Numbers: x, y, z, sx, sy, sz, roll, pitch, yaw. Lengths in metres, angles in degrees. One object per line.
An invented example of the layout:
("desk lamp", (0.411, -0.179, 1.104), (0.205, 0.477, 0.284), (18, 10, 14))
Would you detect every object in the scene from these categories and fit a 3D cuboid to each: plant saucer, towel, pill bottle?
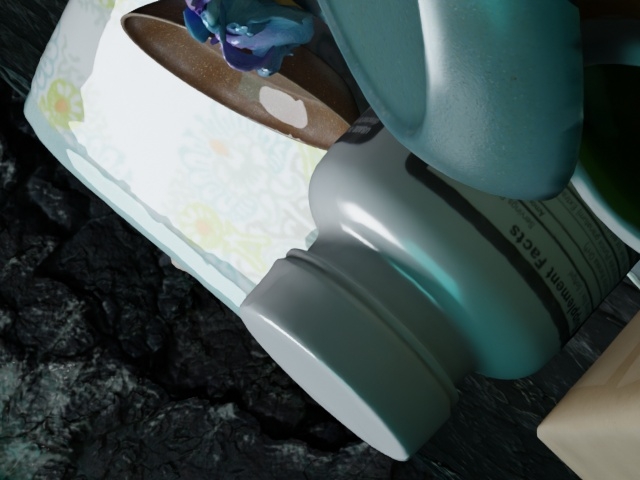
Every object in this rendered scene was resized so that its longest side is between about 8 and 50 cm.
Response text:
("plant saucer", (0.012, -0.158, 0.643), (0.317, 0.043, 0.318), (160, 90, -84))
("plant saucer", (-0.049, -0.125, 1.297), (0.198, 0.036, 0.198), (28, 171, 5))
("towel", (-0.044, -0.108, 1.441), (0.374, 0.090, 0.320), (40, 126, 7))
("pill bottle", (0.106, -0.033, 1.037), (0.176, 0.318, 0.176), (41, 169, 10))

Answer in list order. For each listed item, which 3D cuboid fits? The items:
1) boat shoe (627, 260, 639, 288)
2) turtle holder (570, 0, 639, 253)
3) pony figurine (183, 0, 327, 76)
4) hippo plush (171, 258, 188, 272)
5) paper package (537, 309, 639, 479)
("boat shoe", (0.155, -0.059, 1.251), (0.319, 0.116, 0.099), (34, 156, 11))
("turtle holder", (0.187, -0.089, 0.688), (0.243, 0.227, 0.320), (25, 155, 17))
("pony figurine", (-0.069, -0.240, 1.100), (0.351, 0.303, 0.363), (39, -171, 21))
("hippo plush", (0.000, 0.000, 1.696), (0.236, 0.234, 0.294), (50, 165, -29))
("paper package", (0.356, 0.175, 1.331), (0.309, 0.168, 0.325), (43, 167, -3))
